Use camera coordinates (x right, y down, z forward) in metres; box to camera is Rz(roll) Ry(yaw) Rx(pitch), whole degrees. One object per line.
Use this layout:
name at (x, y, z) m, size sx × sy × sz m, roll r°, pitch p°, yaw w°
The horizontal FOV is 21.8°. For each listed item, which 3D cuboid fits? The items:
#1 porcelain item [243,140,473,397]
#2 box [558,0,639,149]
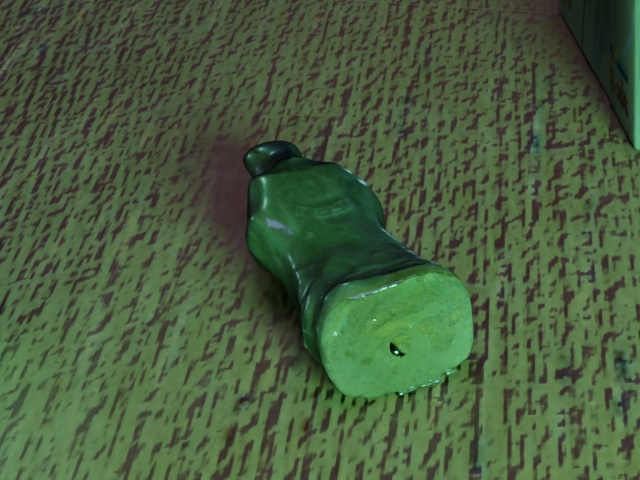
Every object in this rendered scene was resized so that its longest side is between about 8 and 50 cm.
porcelain item at (0.000, 0.000, 0.888) m, size 0.081 × 0.069 × 0.216 m, roll -19°, pitch 34°, yaw -14°
box at (0.205, -0.176, 1.076) m, size 0.067 × 0.149 × 0.233 m, roll -9°, pitch 30°, yaw 0°
